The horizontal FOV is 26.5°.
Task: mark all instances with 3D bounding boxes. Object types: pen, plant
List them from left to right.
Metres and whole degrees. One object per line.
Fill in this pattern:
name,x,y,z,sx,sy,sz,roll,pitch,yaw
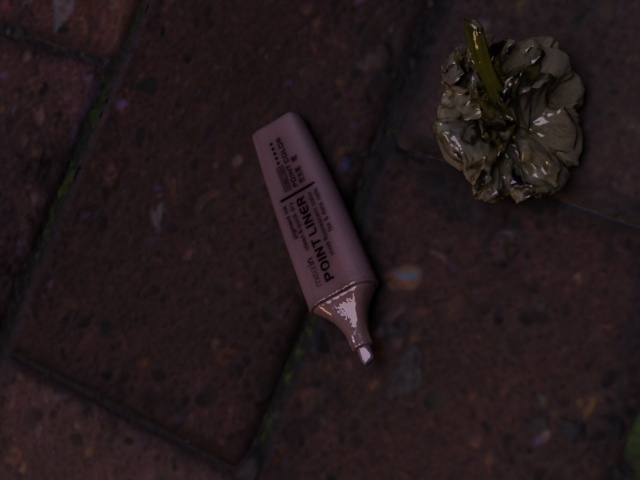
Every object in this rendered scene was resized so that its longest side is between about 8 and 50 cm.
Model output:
pen,0.000,0.000,0.955,0.053,0.032,0.197,-30,65,17
plant,0.119,-0.090,0.872,0.104,0.122,0.116,-19,63,10
